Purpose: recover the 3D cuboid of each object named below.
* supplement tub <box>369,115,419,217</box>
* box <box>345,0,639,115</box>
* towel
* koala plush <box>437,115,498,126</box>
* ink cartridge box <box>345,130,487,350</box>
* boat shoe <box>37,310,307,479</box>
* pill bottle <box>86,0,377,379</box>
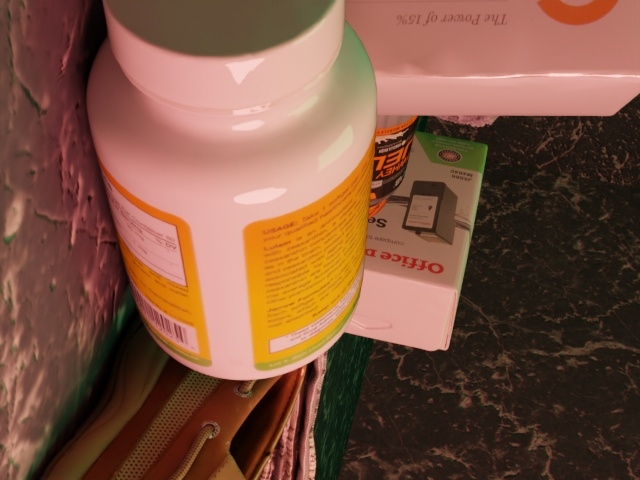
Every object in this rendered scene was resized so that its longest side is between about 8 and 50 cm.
[{"bbox_3d":[0.038,-0.115,1.091,0.190,0.117,0.117,99,7,-49],"label":"supplement tub"},{"bbox_3d":[0.088,-0.256,0.661,0.168,0.214,0.346,5,87,-82],"label":"box"},{"bbox_3d":[-0.020,0.036,0.862,0.324,0.056,0.312,-101,-162,-67],"label":"towel"},{"bbox_3d":[0.076,-0.211,0.915,0.203,0.221,0.196,142,-35,-65],"label":"koala plush"},{"bbox_3d":[0.090,-0.015,1.346,0.115,0.198,0.273,94,10,-45],"label":"ink cartridge box"},{"bbox_3d":[-0.084,0.154,0.593,0.324,0.119,0.123,-71,170,-46],"label":"boat shoe"},{"bbox_3d":[-0.041,-0.042,0.540,0.246,0.136,0.136,91,13,-56],"label":"pill bottle"}]
